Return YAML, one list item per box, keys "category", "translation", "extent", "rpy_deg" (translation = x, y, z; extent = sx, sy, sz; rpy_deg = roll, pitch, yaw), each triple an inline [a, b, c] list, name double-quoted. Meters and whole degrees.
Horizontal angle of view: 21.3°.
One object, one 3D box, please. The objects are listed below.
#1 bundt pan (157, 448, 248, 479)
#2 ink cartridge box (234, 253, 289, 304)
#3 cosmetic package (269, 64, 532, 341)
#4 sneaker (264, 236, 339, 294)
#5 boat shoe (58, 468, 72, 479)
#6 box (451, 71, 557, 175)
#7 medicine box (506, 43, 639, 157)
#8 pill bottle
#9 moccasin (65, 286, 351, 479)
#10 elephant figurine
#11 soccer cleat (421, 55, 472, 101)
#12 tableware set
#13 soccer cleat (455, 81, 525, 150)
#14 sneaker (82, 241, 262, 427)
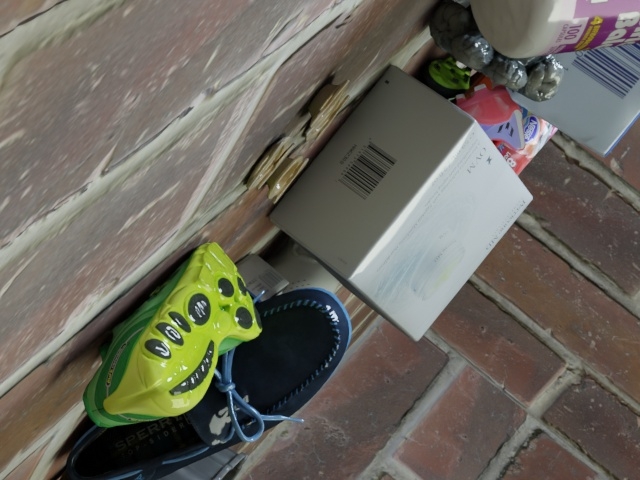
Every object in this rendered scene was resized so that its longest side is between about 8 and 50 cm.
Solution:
- category: "bundt pan"
  translation: [-0.246, 0.374, 2.268]
  extent: [0.331, 0.124, 0.331]
  rpy_deg: [-49, 173, -8]
- category: "ink cartridge box"
  translation: [-0.170, 0.172, 1.951]
  extent: [0.333, 0.065, 0.165]
  rpy_deg: [-53, 174, 26]
- category: "cosmetic package"
  translation: [0.098, -0.037, 1.938]
  extent: [0.224, 0.138, 0.224]
  rpy_deg: [-51, 149, -2]
- category: "sneaker"
  translation: [0.000, 0.000, 2.097]
  extent: [0.297, 0.111, 0.129]
  rpy_deg: [-48, 157, -51]
- category: "boat shoe"
  translation: [-0.285, 0.290, 1.862]
  extent: [0.135, 0.050, 0.045]
  rpy_deg: [-44, 165, -48]
- category: "box"
  translation: [0.199, -0.129, 2.309]
  extent: [0.122, 0.128, 0.257]
  rpy_deg: [-49, -175, -20]
- category: "medicine box"
  translation: [0.343, -0.288, 2.094]
  extent: [0.263, 0.149, 0.289]
  rpy_deg: [-53, -161, 18]
- category: "pill bottle"
  translation: [0.311, -0.280, 1.699]
  extent: [0.301, 0.169, 0.169]
  rpy_deg: [-10, 156, -19]
- category: "moccasin"
  translation: [-0.115, 0.174, 1.764]
  extent: [0.342, 0.138, 0.117]
  rpy_deg: [-38, 174, 17]
- category: "elephant figurine"
  translation: [0.245, -0.285, 1.873]
  extent: [0.239, 0.169, 0.186]
  rpy_deg: [-62, -148, 9]
- category: "soccer cleat"
  translation: [0.152, -0.192, 2.151]
  extent: [0.072, 0.060, 0.179]
  rpy_deg: [-52, 176, 14]
- category: "tableware set"
  translation: [-0.018, -0.098, 1.678]
  extent: [0.141, 0.020, 0.168]
  rpy_deg: [-51, 173, 0]
- category: "soccer cleat"
  translation: [0.154, -0.117, 2.124]
  extent: [0.083, 0.095, 0.248]
  rpy_deg: [-13, 170, -45]
- category: "sneaker"
  translation: [-0.144, 0.086, 1.598]
  extent: [0.123, 0.109, 0.295]
  rpy_deg: [-23, -170, 22]
